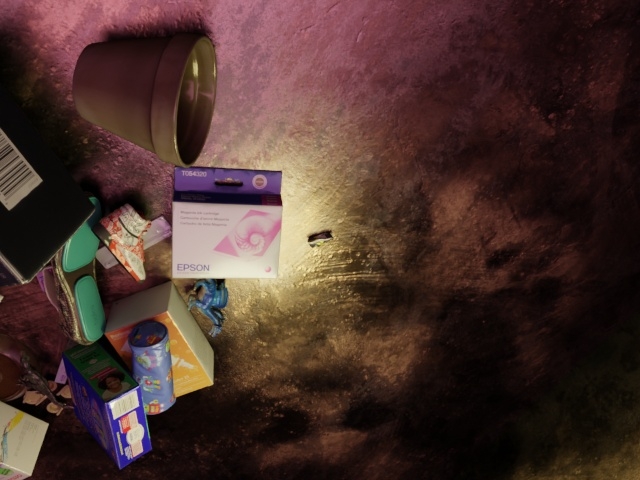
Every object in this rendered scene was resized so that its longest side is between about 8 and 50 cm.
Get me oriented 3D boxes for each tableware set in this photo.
[{"bbox_3d":[-0.940,0.544,1.994,0.141,0.020,0.168,-46,128,13],"label":"tableware set"}]

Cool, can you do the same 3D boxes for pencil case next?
[{"bbox_3d":[-0.518,0.392,1.739,0.133,0.119,0.306,6,121,2],"label":"pencil case"}]

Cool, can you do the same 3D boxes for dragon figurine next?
[{"bbox_3d":[-0.345,0.170,1.847,0.143,0.085,0.289,13,106,-18],"label":"dragon figurine"}]

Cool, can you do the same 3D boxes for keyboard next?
[{"bbox_3d":[-0.576,0.006,1.757,0.256,0.014,0.072,-27,116,6],"label":"keyboard"}]

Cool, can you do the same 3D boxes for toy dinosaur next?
[{"bbox_3d":[-0.927,0.477,1.878,0.118,0.064,0.268,-16,117,37],"label":"toy dinosaur"}]

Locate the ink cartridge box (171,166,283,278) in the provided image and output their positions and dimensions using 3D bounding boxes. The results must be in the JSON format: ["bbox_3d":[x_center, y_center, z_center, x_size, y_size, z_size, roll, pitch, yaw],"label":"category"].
[{"bbox_3d":[-0.278,-0.046,1.703,0.323,0.071,0.330,1,109,-11],"label":"ink cartridge box"}]

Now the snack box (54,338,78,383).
[{"bbox_3d":[-0.837,0.390,1.888,0.037,0.100,0.141,18,116,-20],"label":"snack box"}]

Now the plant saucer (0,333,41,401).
[{"bbox_3d":[-1.106,0.440,1.902,0.310,0.050,0.311,-5,123,-7],"label":"plant saucer"}]

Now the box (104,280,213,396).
[{"bbox_3d":[-0.518,0.339,1.876,0.214,0.168,0.345,-20,122,2],"label":"box"}]

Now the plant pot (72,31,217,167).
[{"bbox_3d":[-0.435,-0.367,1.407,0.280,0.323,0.323,12,119,1],"label":"plant pot"}]

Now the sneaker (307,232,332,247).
[{"bbox_3d":[0.000,0.000,1.849,0.083,0.031,0.035,-12,136,2],"label":"sneaker"}]

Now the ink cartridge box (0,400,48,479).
[{"bbox_3d":[-1.120,0.685,1.928,0.198,0.197,0.270,-29,128,23],"label":"ink cartridge box"}]

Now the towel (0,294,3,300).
[{"bbox_3d":[-1.112,0.201,1.661,0.235,0.121,0.284,35,89,-31],"label":"towel"}]

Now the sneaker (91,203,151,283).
[{"bbox_3d":[-0.551,0.009,1.699,0.145,0.090,0.270,-43,142,-19],"label":"sneaker"}]

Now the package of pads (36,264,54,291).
[{"bbox_3d":[-0.846,0.117,1.761,0.050,0.032,0.083,-6,122,-3],"label":"package of pads"}]

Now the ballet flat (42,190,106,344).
[{"bbox_3d":[-0.745,0.082,1.680,0.181,0.164,0.483,12,112,18],"label":"ballet flat"}]

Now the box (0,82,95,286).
[{"bbox_3d":[-0.897,-0.141,1.337,0.471,0.297,0.480,-8,127,28],"label":"box"}]

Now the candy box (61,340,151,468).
[{"bbox_3d":[-0.669,0.500,1.775,0.122,0.317,0.268,-24,126,-39],"label":"candy box"}]
